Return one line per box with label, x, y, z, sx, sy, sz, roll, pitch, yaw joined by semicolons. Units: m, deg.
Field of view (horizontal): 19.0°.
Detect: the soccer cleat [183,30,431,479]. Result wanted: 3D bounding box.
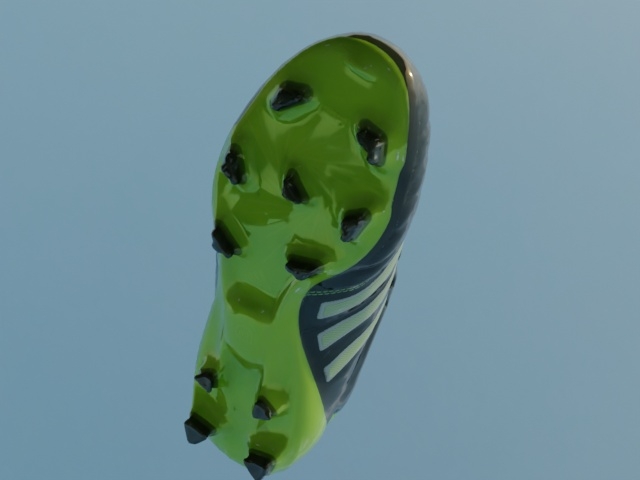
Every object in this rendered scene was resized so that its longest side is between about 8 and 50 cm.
soccer cleat;0.000;0.000;0.597;0.060;0.179;0.072;31;-136;15
